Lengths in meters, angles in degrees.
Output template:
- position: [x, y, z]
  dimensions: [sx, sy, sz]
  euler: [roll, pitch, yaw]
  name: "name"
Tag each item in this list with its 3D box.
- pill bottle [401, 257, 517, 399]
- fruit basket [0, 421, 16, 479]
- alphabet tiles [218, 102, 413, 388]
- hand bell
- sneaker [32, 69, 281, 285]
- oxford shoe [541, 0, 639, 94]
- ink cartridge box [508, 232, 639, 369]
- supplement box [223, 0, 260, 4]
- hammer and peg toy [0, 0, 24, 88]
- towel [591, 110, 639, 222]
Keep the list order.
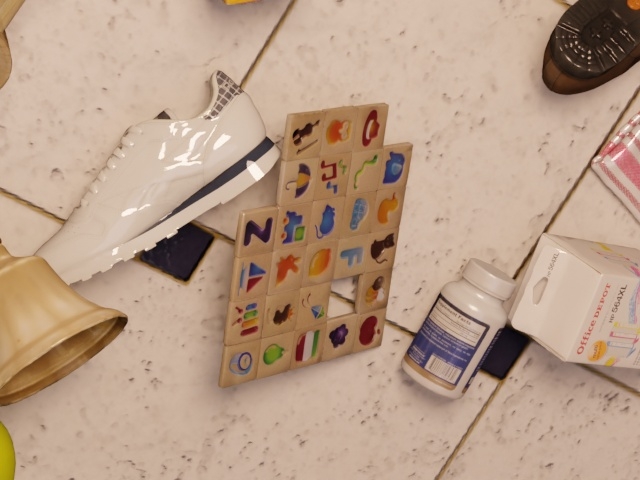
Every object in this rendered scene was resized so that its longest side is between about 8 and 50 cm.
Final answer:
- position: [0.129, 0.079, 1.486]
  dimensions: [0.067, 0.067, 0.120]
  euler: [24, 102, -23]
  name: "pill bottle"
- position: [-0.340, 0.306, 1.293]
  dimensions: [0.392, 0.283, 0.392]
  euler: [-8, 142, -6]
  name: "fruit basket"
- position: [0.000, 0.000, 1.397]
  dimensions: [0.198, 0.009, 0.237]
  euler: [-11, 116, -44]
  name: "alphabet tiles"
- position: [-0.271, -0.001, 1.285]
  dimensions: [0.126, 0.126, 0.242]
  euler: [-35, 81, -1]
  name: "hand bell"
- position: [-0.151, -0.045, 1.354]
  dimensions: [0.235, 0.090, 0.095]
  euler: [-34, 103, -6]
  name: "sneaker"
- position: [0.277, -0.200, 1.422]
  dimensions: [0.227, 0.096, 0.083]
  euler: [-30, 78, -20]
  name: "oxford shoe"
- position: [0.250, 0.057, 1.482]
  dimensions: [0.143, 0.090, 0.092]
  euler: [7, 110, -36]
  name: "ink cartridge box"
- position: [-0.059, -0.290, 1.264]
  dimensions: [0.081, 0.104, 0.188]
  euler: [-12, 114, -13]
  name: "supplement box"
- position: [-0.318, -0.294, 1.174]
  dimensions: [0.266, 0.127, 0.361]
  euler: [-44, 117, 1]
  name: "hammer and peg toy"
- position: [0.361, -0.092, 1.510]
  dimensions: [0.197, 0.029, 0.144]
  euler: [-46, 115, 4]
  name: "towel"
